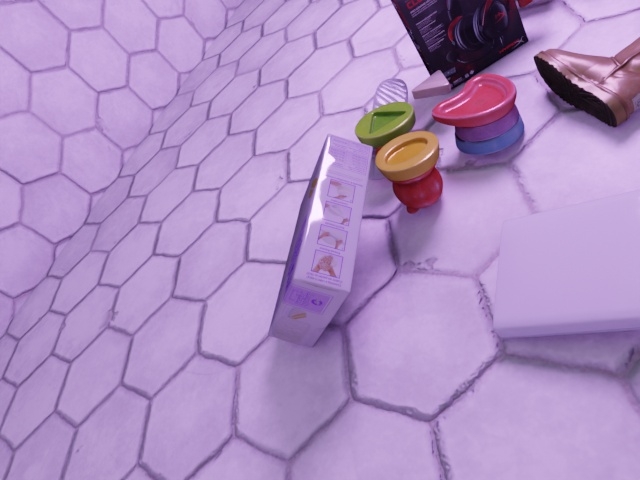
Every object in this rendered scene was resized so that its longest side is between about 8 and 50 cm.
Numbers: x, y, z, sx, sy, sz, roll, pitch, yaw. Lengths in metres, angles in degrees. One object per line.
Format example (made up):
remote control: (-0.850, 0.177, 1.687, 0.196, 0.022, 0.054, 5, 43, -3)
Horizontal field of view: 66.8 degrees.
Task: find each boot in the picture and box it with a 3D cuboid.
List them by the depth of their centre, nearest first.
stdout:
boot: (0.558, -0.340, 0.848, 0.270, 0.089, 0.236, -37, 52, 10)

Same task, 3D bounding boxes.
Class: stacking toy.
stacking toy: (0.234, -0.209, 0.996, 0.309, 0.130, 0.279, -33, 35, -3)

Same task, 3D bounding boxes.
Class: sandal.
sandal: (0.159, -0.245, 1.110, 0.102, 0.076, 0.265, 7, 70, 19)

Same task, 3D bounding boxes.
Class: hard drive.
hard drive: (0.394, 0.026, 0.653, 0.308, 0.040, 0.202, -16, 45, 43)

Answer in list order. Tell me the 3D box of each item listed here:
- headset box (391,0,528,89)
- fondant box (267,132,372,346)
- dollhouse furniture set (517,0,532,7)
headset box: (0.292, -0.510, 1.061, 0.218, 0.293, 0.110, -30, 41, 16)
fondant box: (0.000, 0.000, 0.913, 0.238, 0.096, 0.330, 116, 168, -54)
dollhouse furniture set: (0.557, -0.555, 0.985, 0.375, 0.152, 0.201, -3, 53, 40)
